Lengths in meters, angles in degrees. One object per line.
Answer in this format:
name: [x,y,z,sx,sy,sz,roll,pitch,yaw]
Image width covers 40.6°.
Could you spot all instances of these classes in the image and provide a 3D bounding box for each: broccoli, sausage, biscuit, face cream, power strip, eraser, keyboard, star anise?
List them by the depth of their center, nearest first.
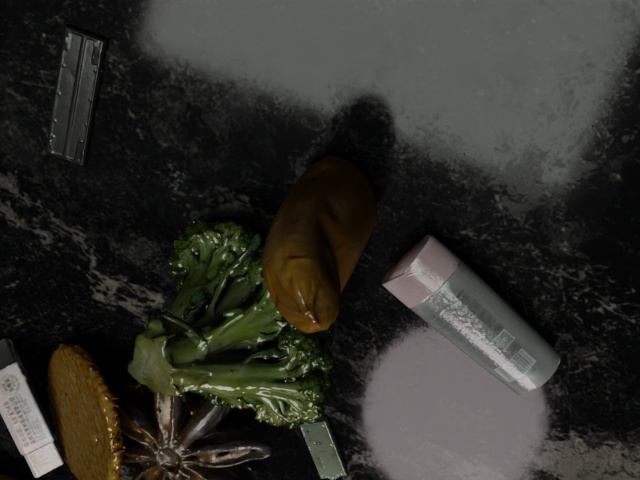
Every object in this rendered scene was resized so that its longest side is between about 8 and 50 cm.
sausage: [-0.005,0.000,1.085,0.116,0.354,0.134,-3,113,14]
broccoli: [-0.122,0.124,1.212,0.321,0.283,0.304,5,106,43]
face cream: [0.221,0.110,1.249,0.269,0.073,0.107,40,112,-8]
keyboard: [-0.355,-0.206,1.255,0.067,0.011,0.202,21,118,4]
biscuit: [-0.385,0.289,1.415,0.254,0.035,0.254,17,113,47]
star anise: [-0.225,0.334,1.432,0.331,0.117,0.332,8,116,17]
power strip: [0.004,0.339,1.437,0.051,0.019,0.136,-13,112,20]
eraser: [-0.507,0.281,1.461,0.068,0.124,0.210,-26,114,-21]

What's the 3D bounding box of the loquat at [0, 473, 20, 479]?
loquat: [-0.602,0.548,1.541,0.263,0.263,0.263,5,116,10]
